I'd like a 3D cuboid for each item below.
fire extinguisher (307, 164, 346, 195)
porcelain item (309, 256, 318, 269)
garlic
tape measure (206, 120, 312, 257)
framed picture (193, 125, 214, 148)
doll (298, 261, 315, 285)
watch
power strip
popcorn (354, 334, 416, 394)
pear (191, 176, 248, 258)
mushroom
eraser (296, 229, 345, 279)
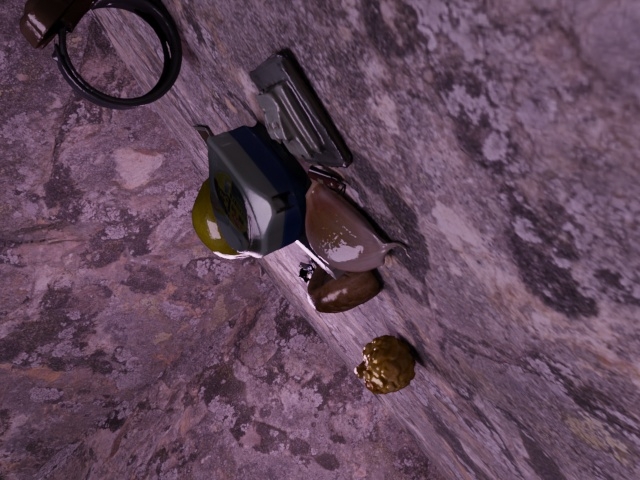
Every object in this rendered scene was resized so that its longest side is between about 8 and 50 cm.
[{"bbox_3d":[0.011,-0.119,0.836,0.100,0.032,0.046,29,154,41],"label":"fire extinguisher"},{"bbox_3d":[0.013,0.080,1.325,0.215,0.069,0.081,60,-160,-26],"label":"porcelain item"},{"bbox_3d":[0.067,0.003,0.889,0.267,0.128,0.148,34,172,27],"label":"garlic"},{"bbox_3d":[-0.152,-0.097,1.038,0.259,0.138,0.262,52,145,27],"label":"tape measure"},{"bbox_3d":[-0.391,-0.325,1.783,0.296,0.019,0.232,59,166,-27],"label":"framed picture"},{"bbox_3d":[-0.042,0.123,1.660,0.195,0.070,0.096,-6,106,68],"label":"doll"},{"bbox_3d":[-0.496,-0.503,1.104,0.327,0.335,0.314,37,172,-33],"label":"watch"},{"bbox_3d":[-0.055,-0.202,0.777,0.213,0.064,0.198,56,167,-19],"label":"power strip"},{"bbox_3d":[0.180,0.347,1.261,0.180,0.180,0.170,37,128,50],"label":"popcorn"},{"bbox_3d":[-0.279,-0.078,1.464,0.294,0.294,0.294,49,168,15],"label":"pear"},{"bbox_3d":[0.038,0.116,1.141,0.156,0.151,0.286,53,168,-12],"label":"mushroom"},{"bbox_3d":[0.000,0.000,1.085,0.212,0.092,0.046,42,166,39],"label":"eraser"}]
